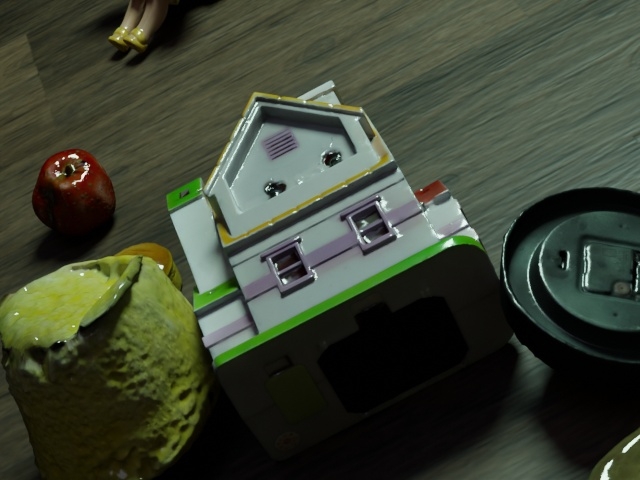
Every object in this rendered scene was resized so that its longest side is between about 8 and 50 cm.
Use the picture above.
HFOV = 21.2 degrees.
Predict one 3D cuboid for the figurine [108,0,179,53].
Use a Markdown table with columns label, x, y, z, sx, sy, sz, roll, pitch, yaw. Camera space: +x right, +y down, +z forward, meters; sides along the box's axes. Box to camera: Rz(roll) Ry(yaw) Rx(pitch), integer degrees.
| label | x | y | z | sx | sy | sz | roll | pitch | yaw |
| --- | --- | --- | --- | --- | --- | --- | --- | --- | --- |
| figurine | -0.172 | -0.331 | 2.010 | 0.175 | 0.116 | 0.240 | 16 | 61 | 46 |

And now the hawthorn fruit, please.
| label | x | y | z | sx | sy | sz | roll | pitch | yaw |
| --- | --- | --- | --- | --- | --- | --- | --- | --- | --- |
| hawthorn fruit | -0.254 | -0.051 | 1.754 | 0.093 | 0.093 | 0.093 | -17 | 38 | 14 |

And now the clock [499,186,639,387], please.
| label | x | y | z | sx | sy | sz | roll | pitch | yaw |
| --- | --- | --- | --- | --- | --- | --- | --- | --- | --- |
| clock | 0.228 | 0.036 | 1.330 | 0.185 | 0.040 | 0.184 | 3 | 47 | -3 |

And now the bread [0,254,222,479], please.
| label | x | y | z | sx | sy | sz | roll | pitch | yaw |
| --- | --- | --- | --- | --- | --- | --- | --- | --- | --- |
| bread | -0.182 | 0.114 | 1.452 | 0.197 | 0.170 | 0.197 | -24 | 25 | 12 |

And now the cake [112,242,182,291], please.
| label | x | y | z | sx | sy | sz | roll | pitch | yaw |
| --- | --- | --- | --- | --- | --- | --- | --- | --- | --- |
| cake | -0.175 | 0.040 | 1.635 | 0.084 | 0.044 | 0.084 | -17 | 36 | 13 |

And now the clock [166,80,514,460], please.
| label | x | y | z | sx | sy | sz | roll | pitch | yaw |
| --- | --- | --- | --- | --- | --- | --- | --- | --- | --- |
| clock | 0.000 | 0.000 | 1.477 | 0.235 | 0.166 | 0.309 | -27 | 44 | 2 |

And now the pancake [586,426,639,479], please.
| label | x | y | z | sx | sy | sz | roll | pitch | yaw |
| --- | --- | --- | --- | --- | --- | --- | --- | --- | --- |
| pancake | 0.311 | 0.178 | 1.162 | 0.294 | 0.049 | 0.294 | -19 | 38 | 15 |
